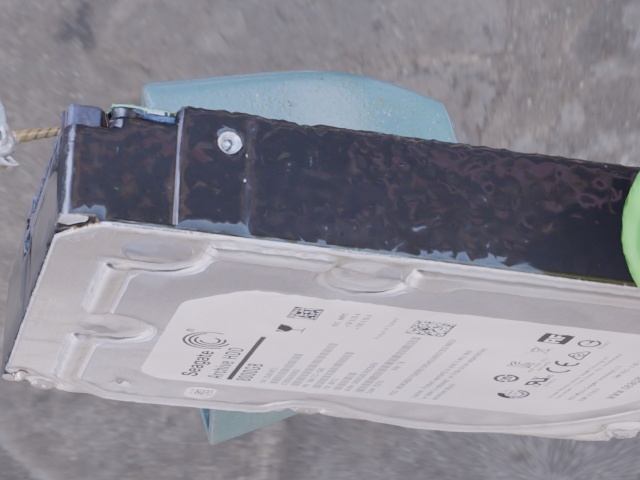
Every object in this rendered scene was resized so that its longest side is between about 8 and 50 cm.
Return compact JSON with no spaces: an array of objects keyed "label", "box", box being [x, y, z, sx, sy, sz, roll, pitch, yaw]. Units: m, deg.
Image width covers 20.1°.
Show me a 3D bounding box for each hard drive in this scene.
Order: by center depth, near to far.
[{"label":"hard drive","box":[0.033,0.027,0.833,0.339,0.237,0.064,8,68,-14]}]

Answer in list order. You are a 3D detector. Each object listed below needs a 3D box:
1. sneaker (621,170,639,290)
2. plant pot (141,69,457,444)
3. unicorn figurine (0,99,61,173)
[{"label":"sneaker","box":[0.332,-0.101,0.723,0.483,0.202,0.185,-36,86,-3]},{"label":"plant pot","box":[0.000,0.000,1.512,0.252,0.248,0.247,-13,71,-9]},{"label":"unicorn figurine","box":[-0.191,-0.056,0.784,0.060,0.162,0.111,-12,112,37]}]
